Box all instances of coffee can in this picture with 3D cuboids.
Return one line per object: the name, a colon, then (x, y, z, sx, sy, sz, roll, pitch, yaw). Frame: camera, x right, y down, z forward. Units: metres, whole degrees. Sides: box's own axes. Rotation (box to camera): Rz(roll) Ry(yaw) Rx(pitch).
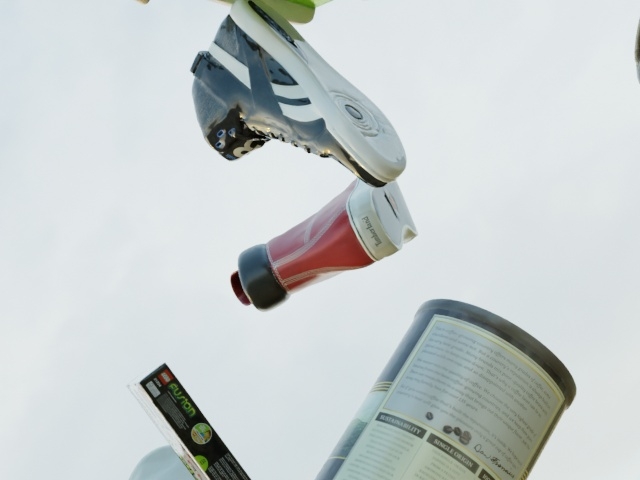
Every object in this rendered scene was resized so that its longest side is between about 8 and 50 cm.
coffee can: (0.127, 0.231, 1.429, 0.275, 0.201, 0.201, -56, -25, -22)

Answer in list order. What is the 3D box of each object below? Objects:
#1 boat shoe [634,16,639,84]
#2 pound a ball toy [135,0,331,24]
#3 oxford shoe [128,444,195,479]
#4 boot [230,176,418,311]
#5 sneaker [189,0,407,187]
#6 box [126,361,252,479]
boat shoe: (0.393, -0.306, 1.350, 0.132, 0.130, 0.356, 13, -84, -26)
pound a ball toy: (-0.126, -0.285, 1.110, 0.319, 0.208, 0.136, 12, -99, -30)
oxford shoe: (-0.220, 0.401, 1.736, 0.169, 0.449, 0.130, -15, -63, 10)
boot: (0.000, 0.000, 1.304, 0.176, 0.088, 0.244, -27, 3, 15)
sneaker: (-0.027, -0.094, 1.111, 0.079, 0.217, 0.121, -1, -45, -55)
box: (-0.122, 0.221, 1.367, 0.036, 0.207, 0.114, -37, 3, -16)
